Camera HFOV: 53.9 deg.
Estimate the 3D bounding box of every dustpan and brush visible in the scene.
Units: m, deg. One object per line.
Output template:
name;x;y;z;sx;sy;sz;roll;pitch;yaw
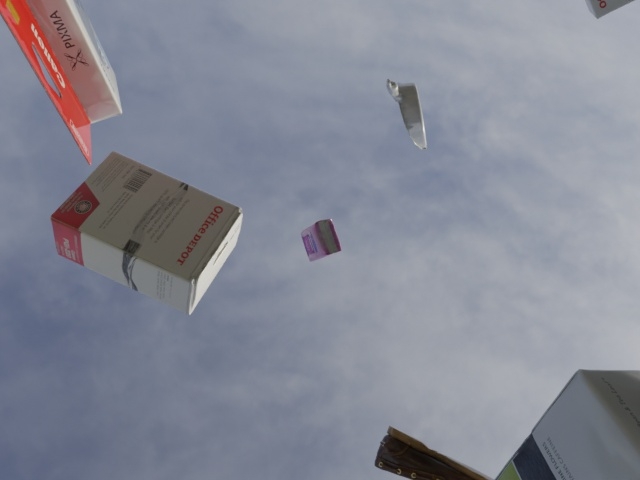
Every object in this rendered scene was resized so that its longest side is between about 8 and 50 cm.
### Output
dustpan and brush;0.178;-0.289;1.321;0.060;0.211;0.147;-11;-107;10

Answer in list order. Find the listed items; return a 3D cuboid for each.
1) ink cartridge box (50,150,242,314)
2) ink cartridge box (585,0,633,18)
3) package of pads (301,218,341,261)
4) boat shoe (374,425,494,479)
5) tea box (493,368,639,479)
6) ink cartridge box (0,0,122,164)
ink cartridge box;-0.243;-0.013;0.909;0.217;0.092;0.159;23;-131;5
ink cartridge box;0.364;-0.329;0.734;0.088;0.122;0.052;58;-152;-17
package of pads;0.000;0.000;0.901;0.032;0.083;0.050;-16;-93;-18
boat shoe;0.179;0.354;0.944;0.207;0.073;0.073;18;-106;34
tea box;0.281;0.328;0.474;0.220;0.324;0.329;7;-145;-23
ink cartridge box;-0.391;-0.306;0.961;0.066;0.296;0.261;-20;-134;-5
